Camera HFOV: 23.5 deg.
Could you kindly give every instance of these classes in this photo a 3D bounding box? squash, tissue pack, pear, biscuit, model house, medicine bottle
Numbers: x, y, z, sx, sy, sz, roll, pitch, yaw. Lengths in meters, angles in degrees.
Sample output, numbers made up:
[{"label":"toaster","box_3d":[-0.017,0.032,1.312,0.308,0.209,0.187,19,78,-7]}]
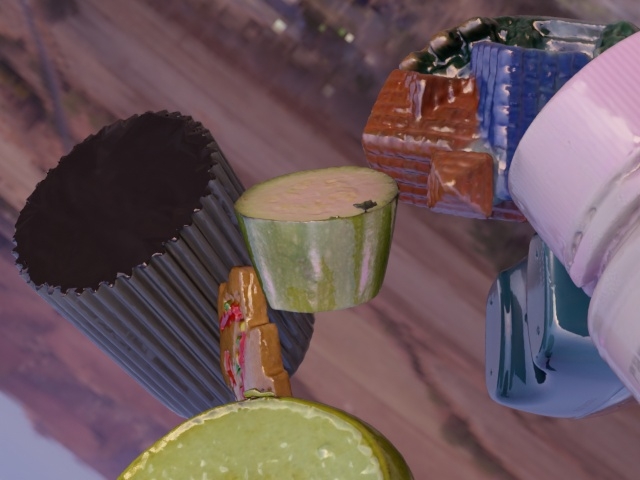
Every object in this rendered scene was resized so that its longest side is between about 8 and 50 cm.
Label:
[{"label":"squash","box_3d":[0.000,0.000,1.547,0.170,0.170,0.123,19,117,61]},{"label":"tissue pack","box_3d":[0.317,0.095,1.767,0.206,0.198,0.287,4,159,-10]},{"label":"pear","box_3d":[-0.038,0.326,1.525,0.318,0.342,0.238,56,-170,-44]},{"label":"biscuit","box_3d":[-0.078,0.148,1.766,0.212,0.041,0.239,104,150,-47]},{"label":"model house","box_3d":[0.179,-0.140,1.793,0.295,0.252,0.329,11,-166,30]},{"label":"medicine bottle","box_3d":[0.299,0.013,1.097,0.302,0.241,0.241,54,178,27]}]

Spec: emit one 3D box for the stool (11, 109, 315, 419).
[{"label":"stool","box_3d":[-0.185,0.048,1.989,0.297,0.297,0.330,27,159,46]}]
